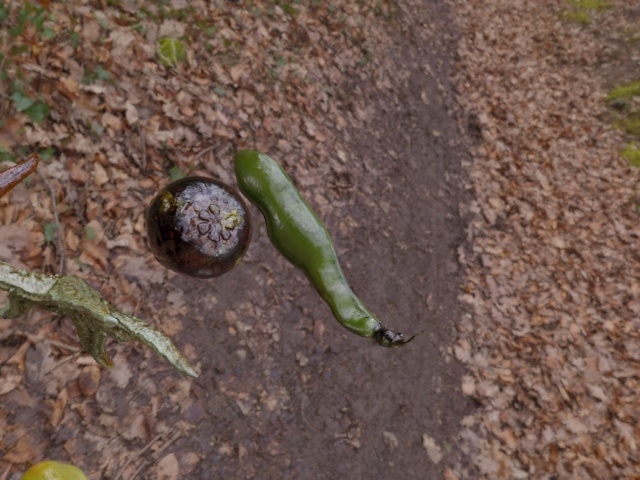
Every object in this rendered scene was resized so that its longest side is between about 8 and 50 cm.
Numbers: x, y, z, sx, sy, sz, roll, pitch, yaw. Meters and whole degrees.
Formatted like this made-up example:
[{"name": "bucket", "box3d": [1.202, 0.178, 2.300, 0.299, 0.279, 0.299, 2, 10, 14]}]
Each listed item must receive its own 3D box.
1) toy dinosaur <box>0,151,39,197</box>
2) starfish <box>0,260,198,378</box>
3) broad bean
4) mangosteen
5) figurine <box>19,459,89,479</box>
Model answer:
[{"name": "toy dinosaur", "box3d": [-0.558, -0.024, 0.801, 0.208, 0.097, 0.431, 34, 49, -38]}, {"name": "starfish", "box3d": [-0.315, 0.100, 0.742, 0.358, 0.347, 0.078, 21, 61, 1]}, {"name": "broad bean", "box3d": [-0.005, 0.007, 0.683, 0.318, 0.098, 0.056, 46, 43, 12]}, {"name": "mangosteen", "box3d": [-0.233, -0.018, 1.046, 0.192, 0.217, 0.192, 7, 76, -32]}, {"name": "figurine", "box3d": [-0.439, 0.444, 0.933, 0.156, 0.247, 0.131, -18, 106, -45]}]
